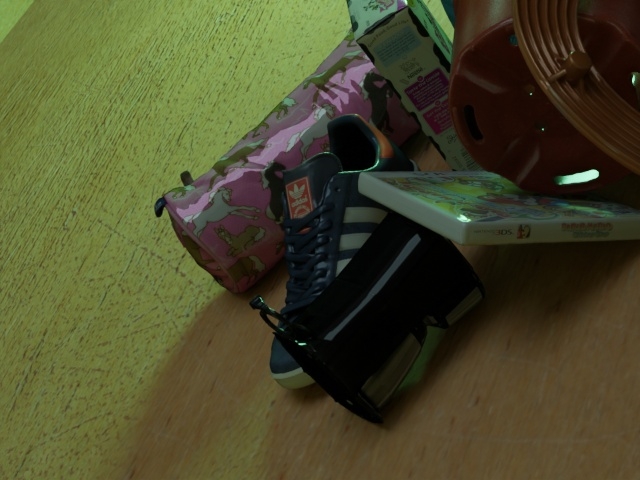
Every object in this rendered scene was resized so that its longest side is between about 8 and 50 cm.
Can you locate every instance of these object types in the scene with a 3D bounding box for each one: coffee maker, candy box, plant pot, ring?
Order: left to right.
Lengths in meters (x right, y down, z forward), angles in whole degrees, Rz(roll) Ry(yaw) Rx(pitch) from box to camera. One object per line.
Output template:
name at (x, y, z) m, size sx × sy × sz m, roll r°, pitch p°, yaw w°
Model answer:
coffee maker at (0.054, 0.060, 1.423) m, size 0.120 × 0.171 × 0.178 m, roll 30°, pitch 73°, yaw 39°
candy box at (0.123, -0.183, 1.642) m, size 0.071 × 0.233 × 0.159 m, roll -33°, pitch 27°, yaw 14°
plant pot at (0.243, -0.199, 1.456) m, size 0.272 × 0.272 × 0.265 m, roll -24°, pitch 29°, yaw 30°
ring at (0.326, -0.166, 1.284) m, size 0.032 × 0.336 × 0.337 m, roll 116°, pitch 179°, yaw -48°

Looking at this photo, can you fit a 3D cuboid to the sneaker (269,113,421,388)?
sneaker at (0.000, 0.000, 1.613) m, size 0.131 × 0.148 × 0.350 m, roll -19°, pitch 33°, yaw 36°

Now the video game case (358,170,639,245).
video game case at (0.175, -0.036, 1.431) m, size 0.206 × 0.026 × 0.227 m, roll -2°, pitch 15°, yaw -23°

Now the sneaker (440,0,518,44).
sneaker at (0.232, -0.286, 1.846) m, size 0.092 × 0.087 × 0.228 m, roll -39°, pitch 32°, yaw -14°

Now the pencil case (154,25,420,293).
pencil case at (-0.018, -0.113, 1.811) m, size 0.386 × 0.167 × 0.160 m, roll -42°, pitch -6°, yaw -5°
